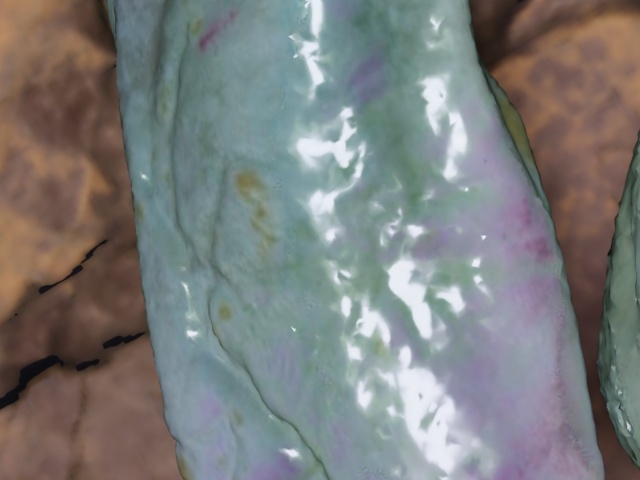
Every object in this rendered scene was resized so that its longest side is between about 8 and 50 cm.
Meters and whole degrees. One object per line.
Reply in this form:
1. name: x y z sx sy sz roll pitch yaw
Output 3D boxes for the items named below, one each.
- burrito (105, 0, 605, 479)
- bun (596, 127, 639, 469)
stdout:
1. burrito: 0.000 0.000 0.423 0.089 0.144 0.229 -9 81 -31
2. bun: 0.172 0.010 0.400 0.221 0.108 0.221 0 89 4
